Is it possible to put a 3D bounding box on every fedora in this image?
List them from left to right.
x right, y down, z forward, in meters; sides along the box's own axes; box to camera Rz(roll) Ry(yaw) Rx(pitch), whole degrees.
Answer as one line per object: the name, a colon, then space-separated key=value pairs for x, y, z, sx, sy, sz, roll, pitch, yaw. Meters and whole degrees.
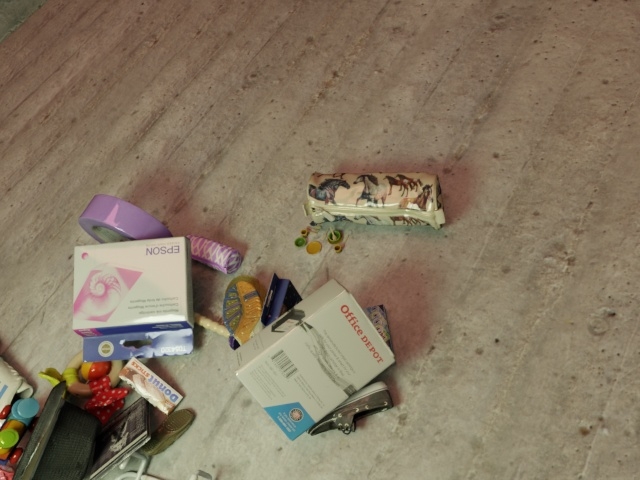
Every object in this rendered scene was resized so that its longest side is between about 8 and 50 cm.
fedora: x=-0.649 y=0.524 z=1.264 sx=0.152 sy=0.334 sz=0.334 roll=24 pitch=59 yaw=-19

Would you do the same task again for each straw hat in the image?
straw hat: x=-0.228 y=0.175 z=1.472 sx=0.061 sy=0.144 sz=0.144 roll=-29 pitch=39 yaw=53

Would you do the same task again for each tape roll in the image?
tape roll: x=-0.603 y=-0.027 z=1.586 sx=0.275 sy=0.275 sz=0.090 roll=13 pitch=64 yaw=23

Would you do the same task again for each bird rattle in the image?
bird rattle: x=-0.646 y=0.385 z=1.435 sx=0.253 sy=0.143 sz=0.207 roll=4 pitch=43 yaw=16

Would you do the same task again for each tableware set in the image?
tableware set: x=0.000 y=0.000 z=1.540 sx=0.154 sy=0.024 sz=0.104 roll=19 pitch=66 yaw=26

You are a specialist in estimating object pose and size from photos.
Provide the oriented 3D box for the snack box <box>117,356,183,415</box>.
snack box: x=-0.463 y=0.397 z=1.386 sx=0.178 sy=0.022 sz=0.064 roll=37 pitch=72 yaw=6

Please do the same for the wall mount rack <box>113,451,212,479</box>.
wall mount rack: x=-0.406 y=0.670 z=1.173 sx=0.350 sy=0.130 sz=0.304 roll=5 pitch=60 yaw=21

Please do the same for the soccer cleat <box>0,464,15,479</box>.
soccer cleat: x=-0.827 y=0.657 z=1.327 sx=0.318 sy=0.108 sz=0.116 roll=13 pitch=59 yaw=26

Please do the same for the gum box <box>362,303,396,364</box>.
gum box: x=0.092 y=0.263 z=1.335 sx=0.184 sy=0.041 sz=0.157 roll=-12 pitch=56 yaw=9

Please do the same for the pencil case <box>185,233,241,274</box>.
pencil case: x=-0.346 y=0.042 z=1.578 sx=0.206 sy=0.086 sz=0.088 roll=15 pitch=30 yaw=26

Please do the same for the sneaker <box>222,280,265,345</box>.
sneaker: x=-0.176 y=0.253 z=1.363 sx=0.112 sy=0.131 sz=0.296 roll=-23 pitch=62 yaw=2

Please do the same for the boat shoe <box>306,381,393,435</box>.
boat shoe: x=0.071 y=0.423 z=1.224 sx=0.228 sy=0.080 sz=0.076 roll=-23 pitch=53 yaw=-7

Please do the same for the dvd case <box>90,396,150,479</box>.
dvd case: x=-0.509 y=0.501 z=1.306 sx=0.164 sy=0.018 sz=0.221 roll=-38 pitch=20 yaw=-9

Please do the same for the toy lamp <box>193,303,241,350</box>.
toy lamp: x=-0.335 y=0.231 z=1.464 sx=0.274 sy=0.080 sz=0.080 roll=19 pitch=66 yaw=23

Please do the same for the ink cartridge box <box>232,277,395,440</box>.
ink cartridge box: x=-0.017 y=0.272 z=1.192 sx=0.307 sy=0.223 sz=0.129 roll=-36 pitch=16 yaw=-5

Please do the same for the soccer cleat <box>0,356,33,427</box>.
soccer cleat: x=-0.937 y=0.429 z=1.512 sx=0.143 sy=0.116 sz=0.331 roll=-23 pitch=56 yaw=-18

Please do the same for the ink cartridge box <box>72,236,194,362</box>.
ink cartridge box: x=-0.523 y=0.164 z=1.421 sx=0.324 sy=0.071 sz=0.330 roll=-6 pitch=78 yaw=2

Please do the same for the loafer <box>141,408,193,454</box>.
loafer: x=-0.397 y=0.501 z=1.329 sx=0.148 sy=0.050 sz=0.056 roll=-34 pitch=57 yaw=-25

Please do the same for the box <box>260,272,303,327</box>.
box: x=-0.089 y=0.193 z=1.321 sx=0.036 sy=0.225 sz=0.136 roll=4 pitch=60 yaw=20

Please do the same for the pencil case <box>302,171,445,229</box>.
pencil case: x=0.161 y=-0.114 z=1.479 sx=0.410 sy=0.160 sz=0.183 roll=3 pitch=43 yaw=18

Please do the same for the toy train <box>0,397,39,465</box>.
toy train: x=-0.815 y=0.529 z=1.303 sx=0.143 sy=0.105 sz=0.248 roll=-41 pitch=24 yaw=42
